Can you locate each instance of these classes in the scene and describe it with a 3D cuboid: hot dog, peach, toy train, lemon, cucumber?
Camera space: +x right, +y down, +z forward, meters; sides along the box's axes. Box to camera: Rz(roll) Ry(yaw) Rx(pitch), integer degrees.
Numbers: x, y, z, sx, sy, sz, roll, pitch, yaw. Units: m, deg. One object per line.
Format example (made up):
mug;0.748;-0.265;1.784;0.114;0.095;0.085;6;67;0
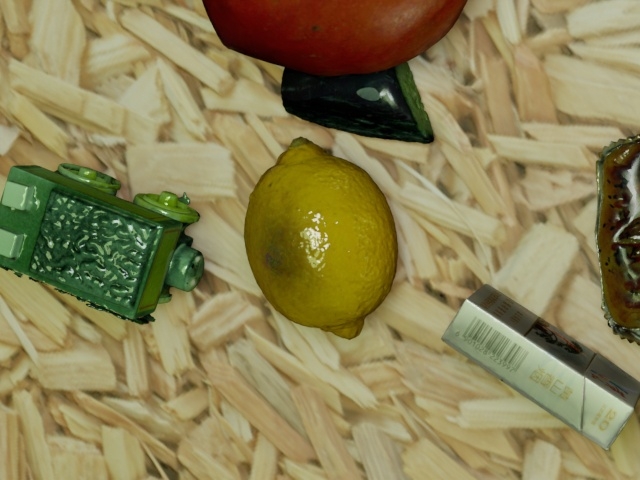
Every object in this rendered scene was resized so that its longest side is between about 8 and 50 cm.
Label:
hot dog;0.404;-0.007;1.776;0.162;0.082;0.270;-1;97;17
peach;0.024;-0.330;1.750;0.338;0.281;0.281;-3;95;15
toy train;-0.282;-0.004;1.906;0.271;0.188;0.159;21;100;14
lemon;0.000;0.000;1.833;0.188;0.188;0.257;-16;93;16
cucumber;0.045;-0.185;1.859;0.193;0.086;0.115;9;100;21

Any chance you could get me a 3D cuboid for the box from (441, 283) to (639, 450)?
box;0.267;0.147;1.793;0.233;0.149;0.067;33;106;10
